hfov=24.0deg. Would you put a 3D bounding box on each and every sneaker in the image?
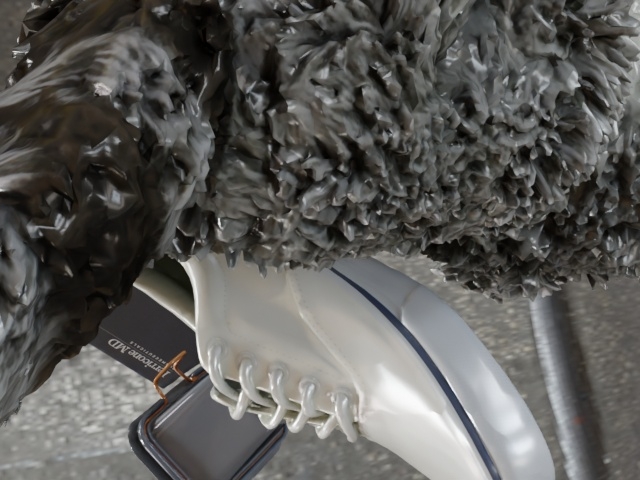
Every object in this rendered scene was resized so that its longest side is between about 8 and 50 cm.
[{"bbox_3d":[-0.006,0.052,0.684,0.091,0.094,0.258,-35,48,-19],"label":"sneaker"}]

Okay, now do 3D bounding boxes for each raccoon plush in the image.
[{"bbox_3d":[0.000,0.000,0.607,0.216,0.446,0.299,14,142,50],"label":"raccoon plush"}]

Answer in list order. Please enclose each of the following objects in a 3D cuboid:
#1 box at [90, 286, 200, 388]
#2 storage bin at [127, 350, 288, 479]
[{"bbox_3d":[-0.183,-0.046,1.644,0.312,0.343,0.179,-33,39,25],"label":"box"},{"bbox_3d":[-0.057,0.107,1.037,0.098,0.135,0.091,47,120,4],"label":"storage bin"}]
